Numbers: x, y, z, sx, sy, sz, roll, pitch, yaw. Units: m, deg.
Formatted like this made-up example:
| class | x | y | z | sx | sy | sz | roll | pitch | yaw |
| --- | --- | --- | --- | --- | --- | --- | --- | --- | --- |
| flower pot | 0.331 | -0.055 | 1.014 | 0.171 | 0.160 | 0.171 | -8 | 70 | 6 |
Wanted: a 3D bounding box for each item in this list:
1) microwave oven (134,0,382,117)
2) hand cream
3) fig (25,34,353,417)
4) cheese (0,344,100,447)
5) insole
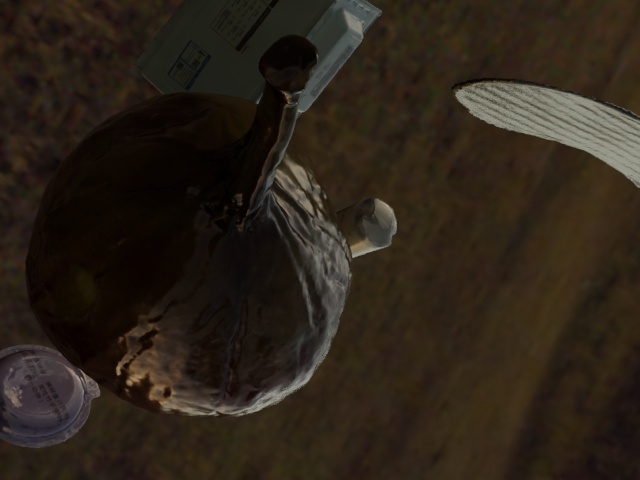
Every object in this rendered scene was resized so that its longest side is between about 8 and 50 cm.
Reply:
| class | x | y | z | sx | sy | sz | roll | pitch | yaw |
| --- | --- | --- | --- | --- | --- | --- | --- | --- | --- |
| microwave oven | -0.062 | -0.208 | 1.764 | 0.208 | 0.162 | 0.122 | -51 | 160 | 10 |
| hand cream | 0.000 | 0.000 | 1.317 | 0.143 | 0.039 | 0.061 | -20 | -142 | 42 |
| fig | -0.076 | -0.021 | 0.880 | 0.190 | 0.191 | 0.290 | -54 | 160 | -18 |
| cheese | -0.289 | 0.150 | 1.548 | 0.191 | 0.105 | 0.042 | -16 | 158 | -39 |
| insole | 0.214 | -0.073 | 1.255 | 0.348 | 0.119 | 0.009 | 18 | 77 | -52 |
